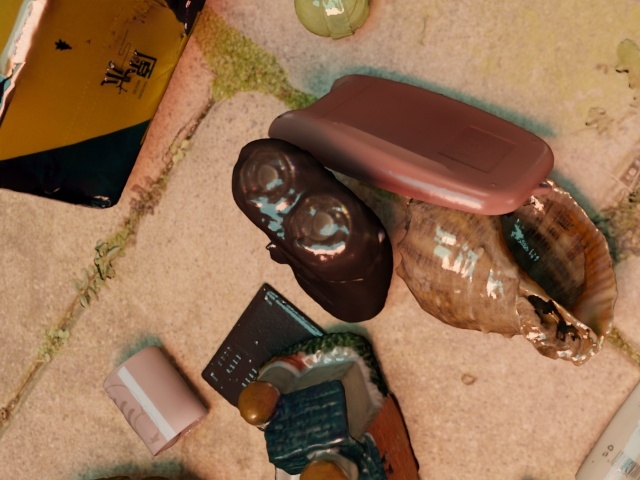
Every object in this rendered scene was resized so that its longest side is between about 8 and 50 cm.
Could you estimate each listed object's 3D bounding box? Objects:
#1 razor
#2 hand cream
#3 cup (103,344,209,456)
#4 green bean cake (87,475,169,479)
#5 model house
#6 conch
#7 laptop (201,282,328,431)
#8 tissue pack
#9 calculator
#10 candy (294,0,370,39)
[{"bbox_3d":[0.003,-0.003,1.073,0.189,0.327,0.107,41,83,17],"label":"razor"},{"bbox_3d":[0.423,0.193,1.081,0.109,0.067,0.321,39,103,14],"label":"hand cream"},{"bbox_3d":[-0.250,0.242,1.321,0.136,0.099,0.133,-42,81,19],"label":"cup"},{"bbox_3d":[-0.278,0.437,1.241,0.284,0.310,0.202,2,99,19],"label":"green bean cake"},{"bbox_3d":[-0.003,0.263,1.122,0.184,0.291,0.253,-17,91,13],"label":"model house"},{"bbox_3d":[0.208,0.035,1.083,0.291,0.210,0.159,51,144,14],"label":"conch"},{"bbox_3d":[-0.079,0.167,1.291,0.129,0.016,0.180,38,107,12],"label":"laptop"},{"bbox_3d":[-0.340,-0.282,1.191,0.253,0.264,0.417,38,108,38],"label":"tissue pack"},{"bbox_3d":[0.118,-0.119,1.075,0.329,0.220,0.048,23,127,22],"label":"calculator"},{"bbox_3d":[0.127,-0.336,1.131,0.335,0.092,0.093,-17,59,14],"label":"candy"}]
